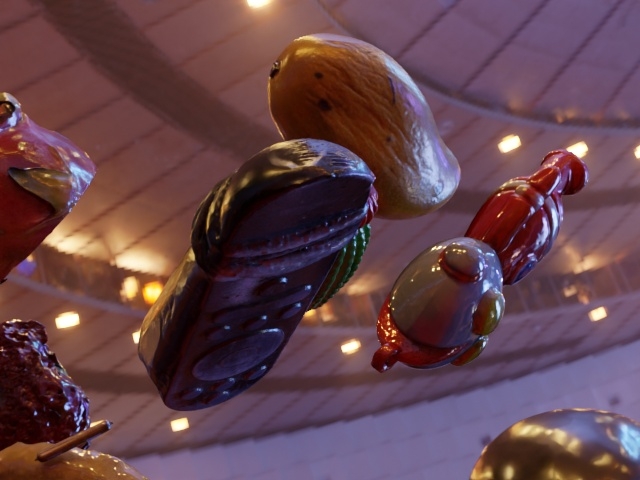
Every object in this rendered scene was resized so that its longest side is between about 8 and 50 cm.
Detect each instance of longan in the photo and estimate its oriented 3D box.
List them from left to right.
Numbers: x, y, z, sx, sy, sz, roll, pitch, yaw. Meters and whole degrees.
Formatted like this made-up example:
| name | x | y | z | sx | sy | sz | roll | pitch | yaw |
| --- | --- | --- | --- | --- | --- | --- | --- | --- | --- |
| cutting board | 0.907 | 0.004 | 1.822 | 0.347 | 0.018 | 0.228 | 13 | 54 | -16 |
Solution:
| name | x | y | z | sx | sy | sz | roll | pitch | yaw |
| --- | --- | --- | --- | --- | --- | --- | --- | --- | --- |
| longan | 0.296 | 0.308 | 1.240 | 0.300 | 0.300 | 0.243 | -15 | -68 | -6 |

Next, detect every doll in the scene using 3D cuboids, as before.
| name | x | y | z | sx | sy | sz | roll | pitch | yaw |
| --- | --- | --- | --- | --- | --- | --- | --- | --- | --- |
| doll | 0.112 | 0.021 | 0.799 | 0.245 | 0.076 | 0.142 | -42 | -20 | -40 |

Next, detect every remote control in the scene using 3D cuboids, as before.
| name | x | y | z | sx | sy | sz | roll | pitch | yaw |
| --- | --- | --- | --- | --- | --- | --- | --- | --- | --- |
| remote control | -0.045 | 0.016 | 0.598 | 0.090 | 0.066 | 0.266 | -21 | -20 | -28 |

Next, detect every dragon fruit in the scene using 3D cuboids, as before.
| name | x | y | z | sx | sy | sz | roll | pitch | yaw |
| --- | --- | --- | --- | --- | --- | --- | --- | --- | --- |
| dragon fruit | -0.507 | -0.083 | 1.672 | 0.305 | 0.305 | 0.226 | -34 | -69 | 31 |

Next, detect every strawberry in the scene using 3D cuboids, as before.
| name | x | y | z | sx | sy | sz | roll | pitch | yaw |
| --- | --- | --- | --- | --- | --- | --- | --- | --- | --- |
| strawberry | -0.507 | 0.271 | 1.795 | 0.220 | 0.274 | 0.274 | -26 | -19 | -30 |

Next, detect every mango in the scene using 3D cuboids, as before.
| name | x | y | z | sx | sy | sz | roll | pitch | yaw |
| --- | --- | --- | --- | --- | --- | --- | --- | --- | --- |
| mango | 0.055 | -0.116 | 1.195 | 0.262 | 0.157 | 0.109 | 35 | -22 | -22 |

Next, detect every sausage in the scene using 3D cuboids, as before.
| name | x | y | z | sx | sy | sz | roll | pitch | yaw |
| --- | --- | --- | --- | --- | --- | --- | --- | --- | --- |
| sausage | -0.294 | 0.240 | 1.335 | 0.100 | 0.015 | 0.015 | -26 | -24 | -10 |

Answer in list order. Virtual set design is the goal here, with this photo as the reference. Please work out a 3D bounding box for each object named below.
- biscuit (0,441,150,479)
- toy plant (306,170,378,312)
| name | x | y | z | sx | sy | sz | roll | pitch | yaw |
| --- | --- | --- | --- | --- | --- | --- | --- | --- | --- |
| biscuit | -0.306 | 0.456 | 1.425 | 0.429 | 0.446 | 0.104 | -15 | 18 | 27 |
| toy plant | -0.010 | 0.010 | 1.044 | 0.154 | 0.088 | 0.240 | -43 | -6 | -5 |
